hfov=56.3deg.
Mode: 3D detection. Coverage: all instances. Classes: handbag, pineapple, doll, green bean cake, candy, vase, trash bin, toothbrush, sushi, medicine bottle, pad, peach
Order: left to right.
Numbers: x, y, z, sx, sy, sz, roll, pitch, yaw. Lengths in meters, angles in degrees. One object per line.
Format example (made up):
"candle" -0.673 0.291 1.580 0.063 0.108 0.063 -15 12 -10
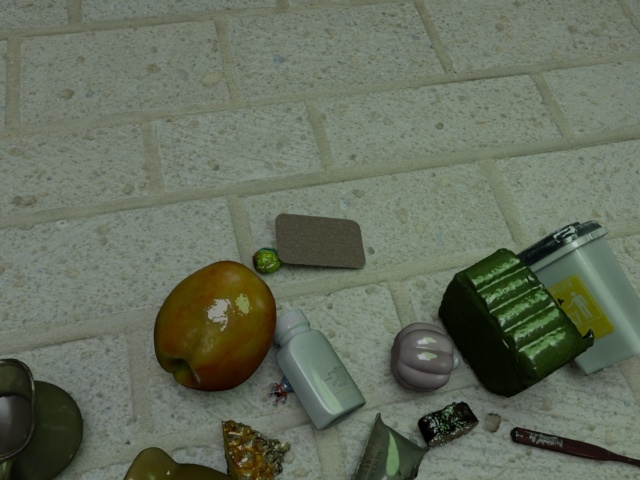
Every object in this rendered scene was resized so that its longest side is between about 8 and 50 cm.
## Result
"vase" -0.667 0.454 1.307 0.241 0.302 0.329 -3 62 -8
"peach" -0.251 0.203 1.481 0.308 0.307 0.332 23 59 8
"pineapple" -0.143 0.519 1.413 0.164 0.139 0.249 -6 58 -10
"doll" -0.087 0.374 1.550 0.114 0.039 0.057 -38 68 -23
"candy" -0.065 0.054 1.724 0.262 0.073 0.077 -1 61 -13
"medicine bottle" -0.019 0.324 1.528 0.161 0.111 0.296 -4 55 -52
"pad" 0.000 0.000 1.750 0.267 0.002 0.176 5 54 -17
"handbag" 0.158 0.568 1.422 0.183 0.117 0.270 34 54 -3
"sushi" 0.321 0.464 1.504 0.151 0.090 0.078 -12 54 -24
"green bean cake" 0.480 0.208 1.525 0.218 0.335 0.319 -26 69 -17
"toothbrush" 0.669 0.533 1.526 0.365 0.040 0.040 12 60 1
"trash bin" 0.721 0.146 1.623 0.296 0.256 0.367 -14 69 -48

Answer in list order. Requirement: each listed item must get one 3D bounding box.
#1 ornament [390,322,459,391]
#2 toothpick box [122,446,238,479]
"ornament" 0.270 0.304 1.547 0.178 0.177 0.177 2 61 -4
"toothpick box" -0.263 0.657 1.173 0.425 0.409 0.409 36 64 9
